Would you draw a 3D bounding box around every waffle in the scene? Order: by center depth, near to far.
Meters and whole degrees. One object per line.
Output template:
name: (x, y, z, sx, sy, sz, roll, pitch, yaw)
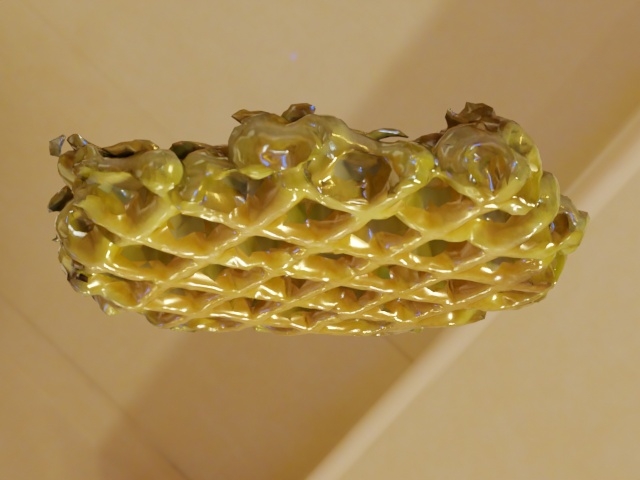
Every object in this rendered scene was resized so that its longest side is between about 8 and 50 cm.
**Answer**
waffle: (0.000, 0.002, 0.725, 0.245, 0.254, 0.052, 71, 16, -68)
